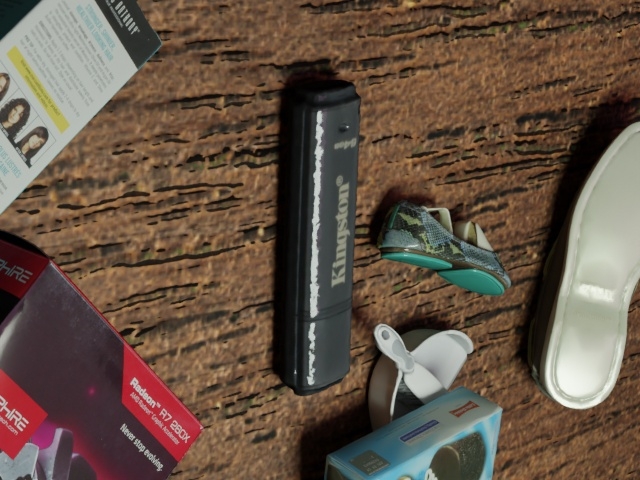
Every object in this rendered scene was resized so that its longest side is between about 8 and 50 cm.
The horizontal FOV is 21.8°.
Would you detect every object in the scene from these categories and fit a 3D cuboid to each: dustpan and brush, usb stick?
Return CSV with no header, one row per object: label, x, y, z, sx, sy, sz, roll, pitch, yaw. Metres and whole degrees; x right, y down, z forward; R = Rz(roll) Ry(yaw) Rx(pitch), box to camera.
dustpan and brush,0.083,0.126,1.570,0.147,0.060,0.211,-58,137,-14
usb stick,0.000,0.000,1.449,0.077,0.045,0.278,-14,114,-42

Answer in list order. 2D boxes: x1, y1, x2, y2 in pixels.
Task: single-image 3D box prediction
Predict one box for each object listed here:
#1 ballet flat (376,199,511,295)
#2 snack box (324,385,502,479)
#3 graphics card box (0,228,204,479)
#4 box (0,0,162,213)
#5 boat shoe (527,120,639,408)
ballet flat,0.124,0.004,1.572,0.188,0.070,0.070,22,88,-51
snack box,0.077,0.314,1.600,0.187,0.060,0.322,-22,129,-39
graphics card box,-0.268,0.206,1.208,0.371,0.094,0.233,-52,135,-18
box,-0.226,-0.099,1.164,0.244,0.060,0.100,-50,134,-22
boat shoe,0.288,0.022,1.727,0.109,0.091,0.305,18,88,-11
